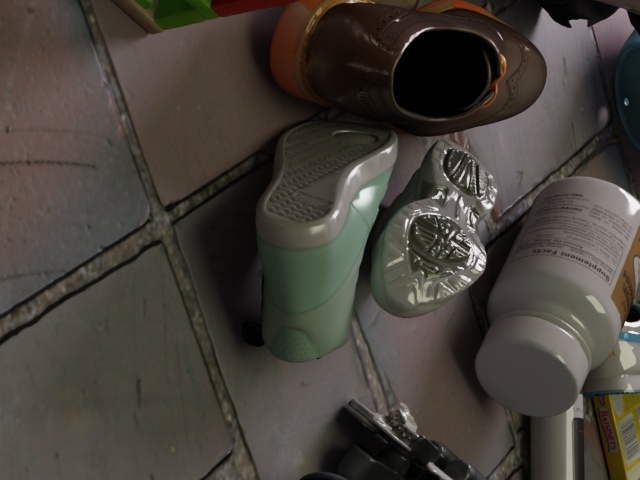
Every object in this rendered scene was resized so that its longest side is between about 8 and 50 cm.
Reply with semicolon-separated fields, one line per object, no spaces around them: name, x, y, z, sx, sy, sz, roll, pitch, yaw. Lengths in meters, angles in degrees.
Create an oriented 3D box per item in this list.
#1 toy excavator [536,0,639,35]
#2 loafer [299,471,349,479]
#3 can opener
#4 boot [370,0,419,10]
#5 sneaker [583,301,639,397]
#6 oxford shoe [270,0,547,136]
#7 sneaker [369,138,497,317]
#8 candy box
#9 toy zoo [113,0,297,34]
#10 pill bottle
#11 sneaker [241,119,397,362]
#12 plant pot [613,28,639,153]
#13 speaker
toy excavator;0.308;-0.457;1.845;0.222;0.433;0.445;35;84;-47
loafer;0.034;0.331;1.442;0.095;0.109;0.302;-42;121;-45
can opener;0.101;0.223;1.602;0.093;0.074;0.280;-53;133;-2
boot;0.046;-0.228;1.616;0.087;0.042;0.118;52;46;-35
sneaker;0.349;0.106;1.901;0.228;0.087;0.092;-7;88;-53
oxford shoe;0.113;-0.140;1.587;0.363;0.132;0.130;-4;111;-52
sneaker;0.084;0.012;1.556;0.090;0.115;0.232;38;33;-4
candy box;0.325;0.154;1.955;0.105;0.027;0.206;-26;105;-54
toy zoo;-0.060;-0.229;1.243;0.192;0.293;0.030;41;52;-45
pill bottle;0.234;0.056;1.753;0.131;0.131;0.229;60;41;-29
sneaker;-0.001;0.000;1.483;0.256;0.094;0.151;-57;153;-60
plant pot;0.444;-0.173;2.012;0.195;0.290;0.290;-13;95;-19
speaker;0.234;0.218;1.789;0.055;0.055;0.136;19;68;-52
